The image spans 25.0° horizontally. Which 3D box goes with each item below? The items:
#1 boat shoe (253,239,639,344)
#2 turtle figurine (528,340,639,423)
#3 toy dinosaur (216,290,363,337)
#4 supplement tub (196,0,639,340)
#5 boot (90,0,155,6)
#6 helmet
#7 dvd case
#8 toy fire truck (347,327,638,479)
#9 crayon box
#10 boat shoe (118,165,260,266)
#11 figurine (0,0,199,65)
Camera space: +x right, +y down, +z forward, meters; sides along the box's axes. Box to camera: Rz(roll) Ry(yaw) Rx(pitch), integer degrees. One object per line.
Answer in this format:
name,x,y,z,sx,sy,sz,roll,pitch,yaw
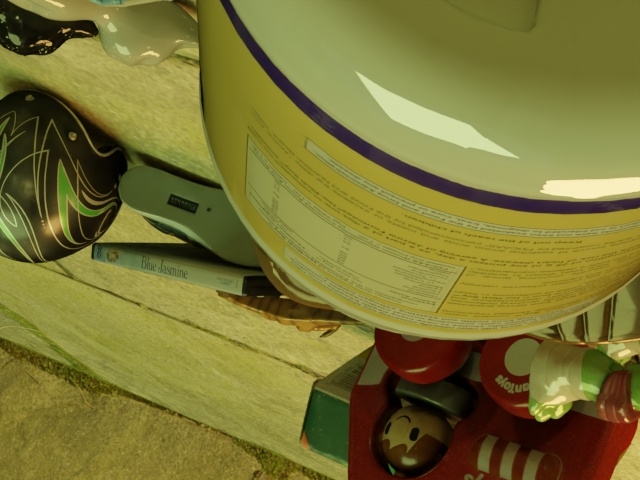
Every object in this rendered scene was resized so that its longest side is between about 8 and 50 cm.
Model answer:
boat shoe,0.127,-0.011,1.035,0.341,0.123,0.123,1,120,24
turtle figurine,0.307,0.149,1.084,0.266,0.198,0.275,16,159,45
toy dinosaur,-0.010,0.079,1.531,0.211,0.064,0.112,7,-175,25
supplement tub,0.068,-0.092,0.592,0.241,0.241,0.331,26,164,3
boot,-0.052,-0.180,0.717,0.095,0.123,0.258,32,164,-21
helmet,-0.289,-0.062,1.454,0.169,0.169,0.161,20,180,23
dvd case,-0.095,0.028,1.516,0.180,0.022,0.253,0,-173,-45
toy fire truck,0.144,0.196,1.385,0.302,0.254,0.169,14,160,39
crayon box,0.162,0.221,1.588,0.318,0.081,0.202,21,-161,21
boat shoe,-0.114,-0.022,1.474,0.183,0.065,0.083,25,173,13
figurine,-0.209,-0.188,1.049,0.214,0.092,0.209,12,167,40
